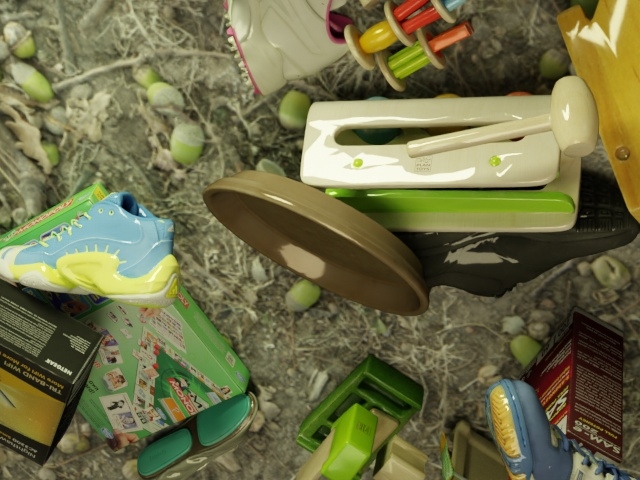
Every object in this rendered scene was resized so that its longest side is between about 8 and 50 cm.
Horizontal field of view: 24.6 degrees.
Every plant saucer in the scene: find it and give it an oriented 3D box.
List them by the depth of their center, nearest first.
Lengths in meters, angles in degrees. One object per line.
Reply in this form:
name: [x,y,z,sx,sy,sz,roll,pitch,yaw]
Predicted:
plant saucer: [0.000,0.000,1.615,0.278,0.041,0.278,26,165,7]

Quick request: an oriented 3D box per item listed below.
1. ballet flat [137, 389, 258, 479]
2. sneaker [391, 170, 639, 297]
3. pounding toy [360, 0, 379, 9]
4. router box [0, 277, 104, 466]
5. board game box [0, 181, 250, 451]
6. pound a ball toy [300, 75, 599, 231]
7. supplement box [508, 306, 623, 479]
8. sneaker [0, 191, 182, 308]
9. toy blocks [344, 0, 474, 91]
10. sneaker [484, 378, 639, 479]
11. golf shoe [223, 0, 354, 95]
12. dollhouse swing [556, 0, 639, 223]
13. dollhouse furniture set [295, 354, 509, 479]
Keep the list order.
ballet flat: [-0.145,0.255,1.883,0.213,0.072,0.068,-33,138,27]
sneaker: [0.215,-0.001,1.639,0.286,0.109,0.130,-3,130,21]
pounding toy: [0.091,-0.329,1.434,0.237,0.110,0.183,-30,81,-12]
router box: [-0.431,0.123,1.771,0.309,0.081,0.243,29,144,0]
board game box: [-0.263,0.102,1.812,0.214,0.046,0.317,-26,113,23]
pound a ball toy: [0.141,-0.109,1.510,0.319,0.135,0.208,-1,156,20]
supplement box: [0.277,0.197,1.654,0.073,0.239,0.130,29,122,-7]
sneaker: [-0.262,0.002,1.689,0.240,0.091,0.126,9,89,21]
toy blocks: [0.116,-0.220,1.509,0.148,0.054,0.123,-28,154,23]
sneaker: [0.265,0.249,1.500,0.131,0.112,0.296,-24,114,5]
golf shoe: [-0.050,-0.286,1.484,0.140,0.115,0.306,-15,138,5]
dollhouse swing: [0.490,-0.149,1.509,0.347,0.305,0.315,-25,73,24]
dollhouse furniture set: [0.123,0.313,1.780,0.302,0.197,0.151,34,120,-10]
